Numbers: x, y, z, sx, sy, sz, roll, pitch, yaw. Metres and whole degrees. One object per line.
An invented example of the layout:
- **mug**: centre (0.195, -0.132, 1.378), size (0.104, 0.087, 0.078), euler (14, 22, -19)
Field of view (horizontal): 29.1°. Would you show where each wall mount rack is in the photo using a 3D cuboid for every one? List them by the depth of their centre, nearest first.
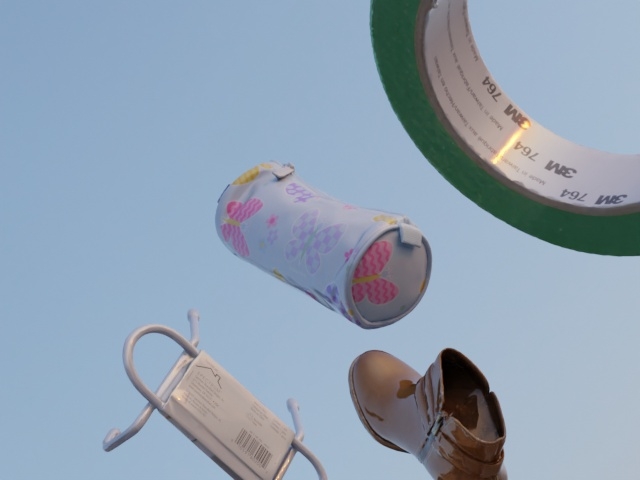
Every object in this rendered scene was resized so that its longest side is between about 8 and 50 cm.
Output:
- **wall mount rack**: centre (-0.133, 0.232, 1.674), size (0.130, 0.350, 0.304), euler (-36, 14, 41)

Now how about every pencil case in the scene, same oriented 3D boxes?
- **pencil case**: centre (0.000, 0.000, 1.336), size (0.113, 0.273, 0.124), euler (36, -96, -39)

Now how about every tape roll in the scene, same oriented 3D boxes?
- **tape roll**: centre (0.191, -0.136, 0.911), size (0.077, 0.321, 0.321), euler (-47, -22, -36)

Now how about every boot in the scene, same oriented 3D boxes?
- **boot**: centre (0.091, 0.131, 1.013), size (0.073, 0.197, 0.152), euler (-29, -33, -20)
